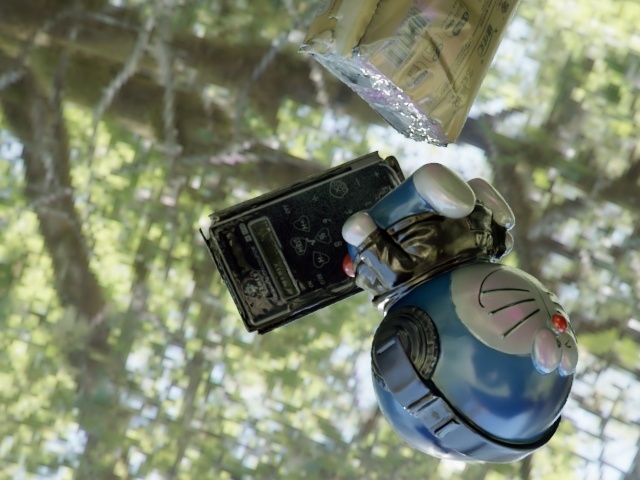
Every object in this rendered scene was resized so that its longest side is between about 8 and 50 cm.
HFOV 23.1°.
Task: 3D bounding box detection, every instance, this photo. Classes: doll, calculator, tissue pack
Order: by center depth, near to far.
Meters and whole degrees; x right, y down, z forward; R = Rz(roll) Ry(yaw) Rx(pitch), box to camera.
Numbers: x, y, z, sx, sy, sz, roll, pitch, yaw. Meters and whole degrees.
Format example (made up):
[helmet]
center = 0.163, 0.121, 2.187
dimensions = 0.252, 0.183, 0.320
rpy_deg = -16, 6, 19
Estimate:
[tissue pack]
center = 0.118, -0.261, 1.694
dimensions = 0.123, 0.257, 0.215
rpy_deg = 18, 167, 45
[doll]
center = 0.154, 0.096, 1.713
dimensions = 0.284, 0.240, 0.310
rpy_deg = -2, -121, -51
[calculator]
center = 0.000, 0.000, 1.950
dimensions = 0.274, 0.028, 0.166
rpy_deg = -23, -100, -18
